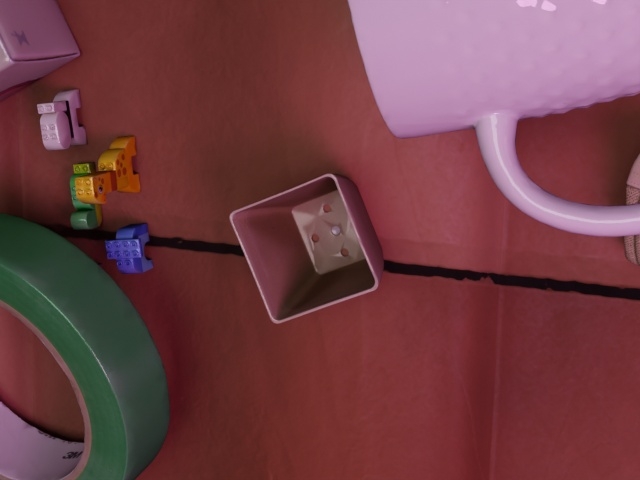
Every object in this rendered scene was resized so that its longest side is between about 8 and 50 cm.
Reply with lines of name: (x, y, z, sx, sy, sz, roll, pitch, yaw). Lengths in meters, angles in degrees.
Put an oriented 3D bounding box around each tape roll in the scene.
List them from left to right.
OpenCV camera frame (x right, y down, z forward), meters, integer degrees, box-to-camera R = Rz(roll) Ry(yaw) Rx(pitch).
tape roll: (-0.303, 0.131, 1.140, 0.321, 0.077, 0.321, 14, 122, 23)

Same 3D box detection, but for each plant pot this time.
plant pot: (0.000, 0.000, 1.046, 0.109, 0.096, 0.109, -21, 93, 22)

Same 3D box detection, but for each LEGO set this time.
LEGO set: (-0.225, -0.034, 1.119, 0.087, 0.093, 0.227, -3, 100, 20)

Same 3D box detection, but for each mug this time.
mug: (0.201, -0.188, 0.829, 0.328, 0.276, 0.374, -9, 84, 13)

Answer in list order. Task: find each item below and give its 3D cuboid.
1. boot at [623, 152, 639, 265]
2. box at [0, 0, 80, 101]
boot: (0.341, -0.054, 0.867, 0.203, 0.095, 0.261, 38, 131, 42)
box: (-0.382, -0.194, 1.123, 0.232, 0.127, 0.148, -24, 92, 22)
